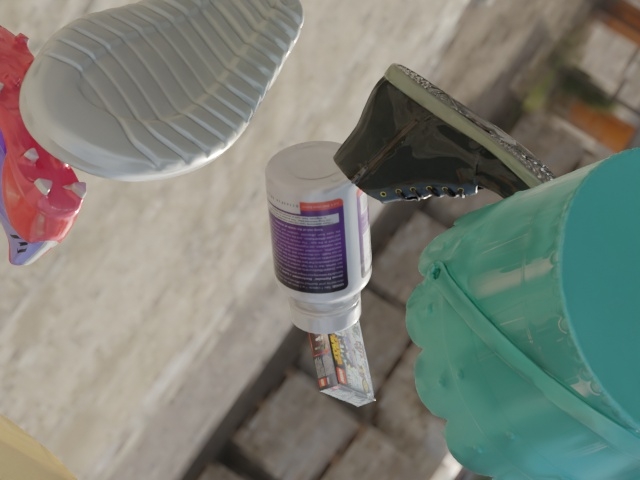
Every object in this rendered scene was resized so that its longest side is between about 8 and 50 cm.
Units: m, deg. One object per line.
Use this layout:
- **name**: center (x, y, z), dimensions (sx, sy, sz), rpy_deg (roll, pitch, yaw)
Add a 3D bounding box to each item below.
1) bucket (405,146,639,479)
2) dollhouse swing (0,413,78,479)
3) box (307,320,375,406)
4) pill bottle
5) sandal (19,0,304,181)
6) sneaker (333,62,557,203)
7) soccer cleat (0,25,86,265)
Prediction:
- **bucket**: center (0.227, 0.069, 1.339), dimensions (0.281, 0.281, 0.183), rpy_deg (-50, -170, -33)
- **dollhouse swing**: center (-0.284, 0.259, 1.187), dimensions (0.315, 0.347, 0.305), rpy_deg (-42, 150, -15)
- **box**: center (0.019, 0.114, 1.968), dimensions (0.027, 0.137, 0.094), rpy_deg (-22, 155, 23)
- **pill bottle**: center (0.000, 0.000, 1.853), dimensions (0.108, 0.108, 0.193), rpy_deg (-46, 141, -46)
- **sandal**: center (-0.133, -0.140, 1.556), dimensions (0.102, 0.169, 0.416), rpy_deg (-50, 176, 36)
- **sneaker**: center (0.125, -0.058, 1.625), dimensions (0.118, 0.222, 0.083), rpy_deg (-56, 166, 15)
- **soccer cleat**: center (-0.275, -0.092, 1.506), dimensions (0.083, 0.248, 0.095), rpy_deg (8, 133, -42)
